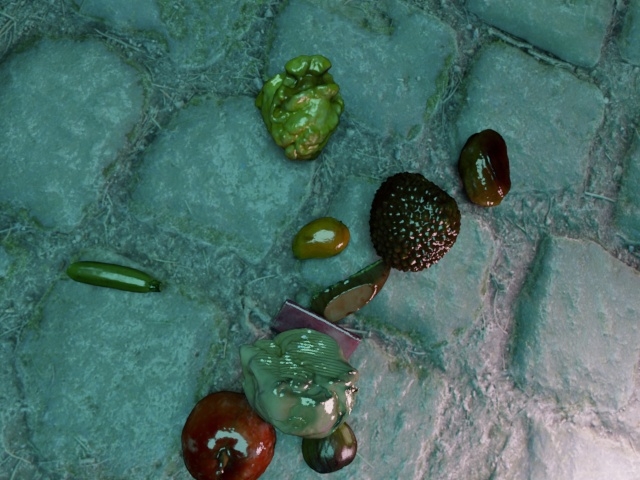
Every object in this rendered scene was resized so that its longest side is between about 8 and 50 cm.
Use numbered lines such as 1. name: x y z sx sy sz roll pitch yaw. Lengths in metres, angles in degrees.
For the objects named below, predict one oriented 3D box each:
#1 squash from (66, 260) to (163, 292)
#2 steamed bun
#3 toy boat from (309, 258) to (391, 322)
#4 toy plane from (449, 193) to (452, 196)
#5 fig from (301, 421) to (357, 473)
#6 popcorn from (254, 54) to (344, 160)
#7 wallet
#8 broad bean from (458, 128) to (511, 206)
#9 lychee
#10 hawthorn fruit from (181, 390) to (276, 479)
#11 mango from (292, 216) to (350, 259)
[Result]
1. squash: -0.542 0.098 1.347 0.252 0.066 0.066 12 81 -6
2. steamed bun: -0.056 0.366 1.258 0.268 0.280 0.207 -4 114 -31
3. toy boat: 0.103 0.133 1.403 0.293 0.099 0.108 -33 114 -9
4. toy plane: 0.361 -0.102 1.496 0.083 0.033 0.080 18 81 3
5. fig: 0.014 0.477 1.336 0.149 0.149 0.245 -8 72 -7
6. popcorn: -0.047 -0.349 1.381 0.234 0.242 0.250 -16 88 -11
7. wallet: -0.014 0.252 1.377 0.232 0.025 0.119 28 119 -2
8. broad bean: 0.481 -0.210 1.481 0.156 0.122 0.229 -2 88 -32
9. lychee: 0.245 -0.046 1.371 0.267 0.267 0.268 1 82 -6
10. hawthorn fruit: -0.225 0.495 1.227 0.241 0.272 0.242 0 86 -1
11. mango: 0.001 -0.007 1.417 0.165 0.089 0.115 -4 92 -4
